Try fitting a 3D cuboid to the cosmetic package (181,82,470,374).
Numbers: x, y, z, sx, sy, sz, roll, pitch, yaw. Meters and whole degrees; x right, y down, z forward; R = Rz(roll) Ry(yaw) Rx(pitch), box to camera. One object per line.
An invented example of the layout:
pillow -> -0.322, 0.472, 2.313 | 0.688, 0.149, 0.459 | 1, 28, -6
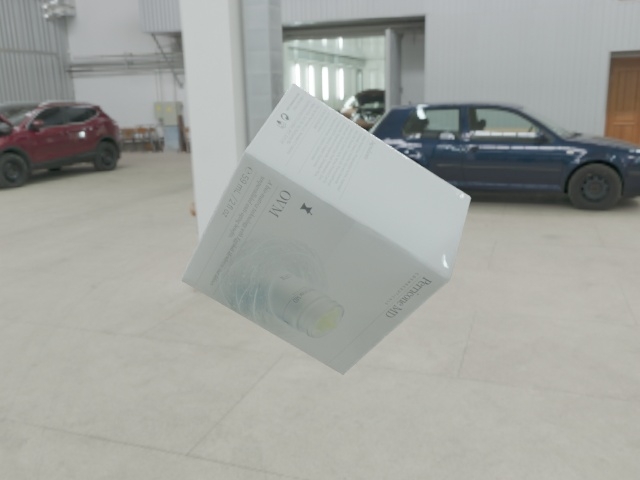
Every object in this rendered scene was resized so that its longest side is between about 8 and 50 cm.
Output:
cosmetic package -> 0.000, 0.000, 0.650 | 0.224, 0.224, 0.138 | 30, 46, -6
